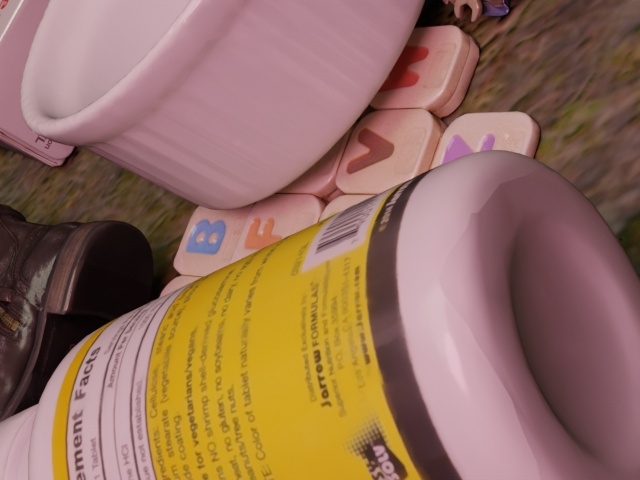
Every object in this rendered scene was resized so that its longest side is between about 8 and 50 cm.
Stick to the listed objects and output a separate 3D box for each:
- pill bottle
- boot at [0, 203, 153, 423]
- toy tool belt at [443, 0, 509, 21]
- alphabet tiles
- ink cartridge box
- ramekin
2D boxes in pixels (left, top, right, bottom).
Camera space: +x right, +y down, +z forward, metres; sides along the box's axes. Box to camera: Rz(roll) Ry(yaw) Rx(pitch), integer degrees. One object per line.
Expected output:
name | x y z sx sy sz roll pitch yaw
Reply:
pill bottle | -0.014 0.101 0.742 0.334 0.188 0.188 -25 49 33
boot | -0.234 0.082 1.061 0.229 0.091 0.263 6 68 42
toy tool belt | 0.096 -0.153 0.922 0.083 0.052 0.051 -112 31 -50
alphabet tiles | 0.000 0.000 0.937 0.278 0.021 0.284 3 68 49
ink cartridge box | -0.260 -0.172 1.272 0.237 0.100 0.172 20 80 52
ramekin | -0.055 -0.153 0.976 0.277 0.135 0.277 -39 32 31
